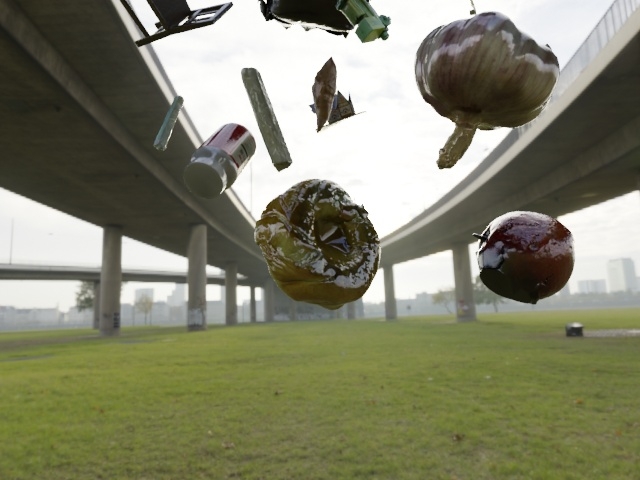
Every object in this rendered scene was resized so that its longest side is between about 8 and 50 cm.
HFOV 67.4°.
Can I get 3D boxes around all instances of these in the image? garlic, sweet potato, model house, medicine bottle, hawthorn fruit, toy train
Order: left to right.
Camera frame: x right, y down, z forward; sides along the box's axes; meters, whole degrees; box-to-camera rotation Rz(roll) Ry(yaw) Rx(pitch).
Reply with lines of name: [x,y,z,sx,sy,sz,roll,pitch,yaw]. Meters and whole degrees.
medicine bottle: [-0.267,-0.219,1.299,0.131,0.131,0.250,-5,33,18]
sweet potato: [0.008,-0.385,1.272,0.068,0.205,0.060,5,-2,3]
model house: [0.048,-0.394,1.445,0.167,0.088,0.117,-19,5,10]
toy train: [0.084,-0.434,0.929,0.081,0.122,0.050,-31,-8,-38]
garlic: [0.263,-0.244,0.846,0.245,0.253,0.245,23,9,-4]
hawthorn fruit: [0.643,0.058,1.513,0.316,0.316,0.316,-2,-9,0]

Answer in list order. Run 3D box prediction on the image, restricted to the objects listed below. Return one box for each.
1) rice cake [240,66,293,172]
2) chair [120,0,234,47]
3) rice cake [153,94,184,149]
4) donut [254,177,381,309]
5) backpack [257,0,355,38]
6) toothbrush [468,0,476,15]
rice cake: [-0.132,-0.292,1.163,0.052,0.256,0.057,-21,1,-19]
chair: [-0.594,-0.946,1.875,0.416,0.203,0.240,-2,-45,29]
rice cake: [-0.541,-0.424,1.723,0.043,0.210,0.034,14,-9,46]
donut: [0.000,0.000,1.253,0.360,0.360,0.170,5,-25,-41]
backpack: [-0.046,-0.864,1.702,0.363,0.254,0.445,5,32,-15]
toothbrush: [0.498,-0.796,1.596,0.024,0.021,0.288,-4,6,22]
